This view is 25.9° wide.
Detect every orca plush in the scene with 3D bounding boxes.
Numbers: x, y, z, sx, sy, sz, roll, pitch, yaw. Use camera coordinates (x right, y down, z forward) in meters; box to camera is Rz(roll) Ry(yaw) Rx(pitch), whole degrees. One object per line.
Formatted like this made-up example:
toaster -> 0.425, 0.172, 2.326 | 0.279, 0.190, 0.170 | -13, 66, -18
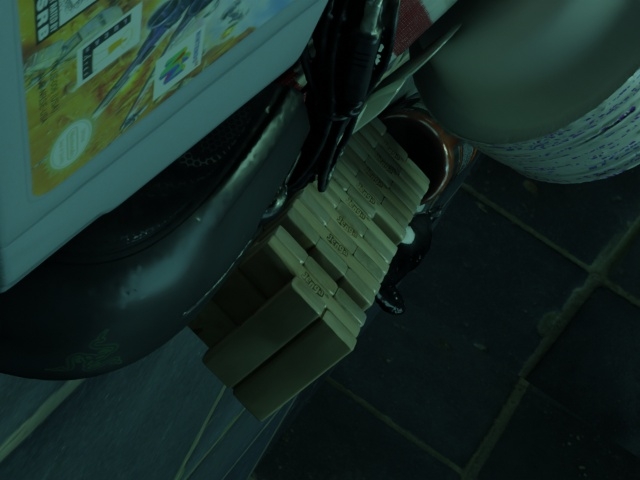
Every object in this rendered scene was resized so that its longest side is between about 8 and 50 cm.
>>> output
orca plush -> 0.064, 0.043, 1.648 | 0.151, 0.102, 0.287 | -21, -179, 24

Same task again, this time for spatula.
spatula -> -0.007, -0.066, 1.028 | 0.242, 0.019, 0.168 | -34, -167, 51

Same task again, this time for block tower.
block tower -> 0.000, 0.000, 1.049 | 0.097, 0.091, 0.335 | -39, -171, 24

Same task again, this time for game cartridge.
game cartridge -> -0.056, -0.106, 0.476 | 0.198, 0.062, 0.297 | -37, 166, -22

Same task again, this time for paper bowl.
paper bowl -> 0.179, -0.196, 1.045 | 0.148, 0.284, 0.284 | 24, 105, -38

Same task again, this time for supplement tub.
supplement tub -> 0.114, -0.107, 1.527 | 0.106, 0.106, 0.198 | -59, 172, 24

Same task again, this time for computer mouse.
computer mouse -> -0.059, -0.013, 0.685 | 0.272, 0.072, 0.188 | -36, 164, -26

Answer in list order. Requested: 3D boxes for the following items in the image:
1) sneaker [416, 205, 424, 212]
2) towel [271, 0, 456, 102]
sneaker -> 0.092, -0.102, 1.671 | 0.051, 0.070, 0.134 | -28, 123, -57
towel -> 0.027, -0.134, 0.868 | 0.329, 0.037, 0.237 | -43, 176, 7
